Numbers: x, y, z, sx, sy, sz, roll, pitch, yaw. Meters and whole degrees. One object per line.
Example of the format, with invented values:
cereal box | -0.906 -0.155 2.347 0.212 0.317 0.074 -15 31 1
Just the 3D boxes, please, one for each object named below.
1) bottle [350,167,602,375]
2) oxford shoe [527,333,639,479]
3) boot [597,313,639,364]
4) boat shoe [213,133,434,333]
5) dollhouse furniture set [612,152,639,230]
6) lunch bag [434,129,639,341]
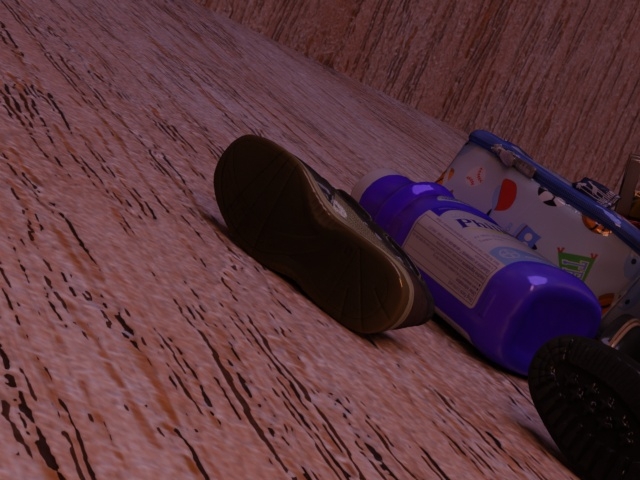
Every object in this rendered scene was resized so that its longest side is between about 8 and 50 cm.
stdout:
bottle | 0.121 0.017 1.219 0.118 0.092 0.283 19 14 -36
oxford shoe | 0.234 0.150 0.942 0.227 0.083 0.096 43 7 28
boot | 0.306 0.133 1.205 0.137 0.076 0.198 38 15 24
boat shoe | 0.001 -0.001 1.067 0.223 0.080 0.073 42 12 36
dollhouse furniture set | 0.469 0.031 1.357 0.374 0.152 0.201 13 9 10
lunch bag | 0.242 0.009 1.381 0.243 0.115 0.303 40 1 38
